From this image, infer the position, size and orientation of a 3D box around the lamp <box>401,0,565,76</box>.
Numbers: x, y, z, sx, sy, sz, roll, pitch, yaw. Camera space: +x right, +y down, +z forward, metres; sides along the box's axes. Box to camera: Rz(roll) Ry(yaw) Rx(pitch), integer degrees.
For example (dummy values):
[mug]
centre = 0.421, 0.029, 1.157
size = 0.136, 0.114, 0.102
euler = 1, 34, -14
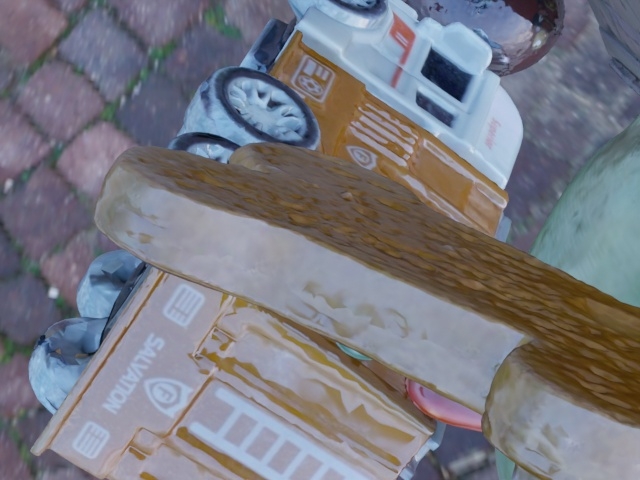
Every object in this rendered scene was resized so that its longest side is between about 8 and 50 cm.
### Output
[lamp]
centre = 0.138, -0.217, 1.625
size = 0.156, 0.157, 0.135
euler = 10, 70, 31

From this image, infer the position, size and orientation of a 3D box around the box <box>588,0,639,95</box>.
[box]
centre = 0.326, -0.226, 1.455
size = 0.225, 0.297, 0.190
euler = -29, 114, 3

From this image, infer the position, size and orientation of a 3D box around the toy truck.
[toy truck]
centre = 0.000, 0.000, 1.060
size = 0.207, 0.387, 0.173
euler = 33, 124, -5

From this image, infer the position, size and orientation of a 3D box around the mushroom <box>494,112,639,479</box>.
[mushroom]
centre = 0.236, 0.076, 0.761
size = 0.352, 0.260, 0.352
euler = 8, 114, 20

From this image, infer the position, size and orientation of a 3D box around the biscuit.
[biscuit]
centre = 0.084, 0.047, 0.565
size = 0.324, 0.205, 0.049
euler = 23, 101, 19
